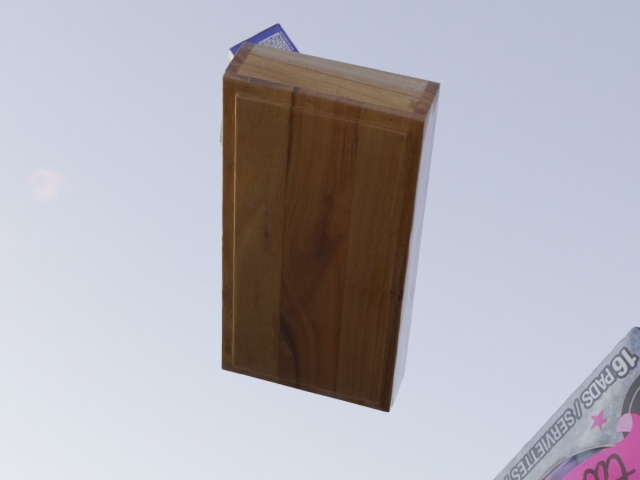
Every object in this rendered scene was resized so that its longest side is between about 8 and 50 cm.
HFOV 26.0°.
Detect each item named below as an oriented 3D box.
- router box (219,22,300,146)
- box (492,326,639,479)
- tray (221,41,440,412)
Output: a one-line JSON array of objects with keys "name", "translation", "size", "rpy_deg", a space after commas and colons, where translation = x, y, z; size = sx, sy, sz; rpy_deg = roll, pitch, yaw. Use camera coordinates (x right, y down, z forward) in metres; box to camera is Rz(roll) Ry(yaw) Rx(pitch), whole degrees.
[{"name": "router box", "translation": [-0.015, -0.086, 1.927], "size": [0.082, 0.335, 0.301], "rpy_deg": [-30, -14, -16]}, {"name": "box", "translation": [0.160, 0.190, 0.707], "size": [0.163, 0.142, 0.247], "rpy_deg": [18, -61, -41]}, {"name": "tray", "translation": [0.000, 0.000, 1.463], "size": [0.203, 0.076, 0.411], "rpy_deg": [14, -46, 11]}]
